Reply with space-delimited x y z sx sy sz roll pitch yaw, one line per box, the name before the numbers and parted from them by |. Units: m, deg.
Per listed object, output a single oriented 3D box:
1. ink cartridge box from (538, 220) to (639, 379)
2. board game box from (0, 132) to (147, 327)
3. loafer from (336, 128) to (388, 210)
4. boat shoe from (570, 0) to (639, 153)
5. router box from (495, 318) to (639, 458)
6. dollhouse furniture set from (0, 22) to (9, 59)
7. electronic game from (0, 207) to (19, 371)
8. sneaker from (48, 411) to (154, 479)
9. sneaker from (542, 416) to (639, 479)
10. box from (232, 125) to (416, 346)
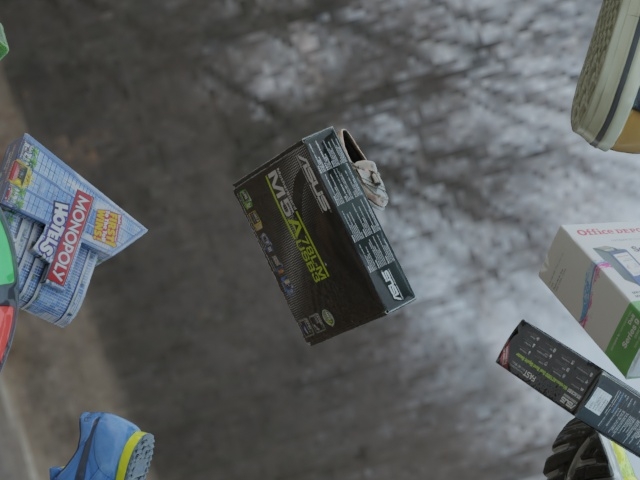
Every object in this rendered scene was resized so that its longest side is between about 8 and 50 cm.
ink cartridge box | 0.399 0.071 2.424 0.212 0.154 0.093 52 -47 43
board game box | -0.320 -0.002 2.373 0.060 0.194 0.194 -26 -136 54
loafer | 0.041 -0.081 2.122 0.045 0.039 0.125 25 17 -43
boat shoe | 0.366 -0.302 1.687 0.187 0.156 0.500 152 -44 -89
router box | 0.188 0.106 1.323 0.092 0.038 0.122 31 2 -26
dollhouse furniture set | -0.478 -0.240 2.130 0.151 0.197 0.301 42 9 -28
electronic game | -0.303 0.044 1.365 0.229 0.048 0.229 -9 102 -51
sneaker | -0.227 0.265 1.833 0.069 0.082 0.209 3 105 -75
sneaker | 0.233 0.226 1.425 0.081 0.094 0.208 -26 -102 52
box | 0.000 0.000 1.915 0.191 0.045 0.184 65 -26 0
